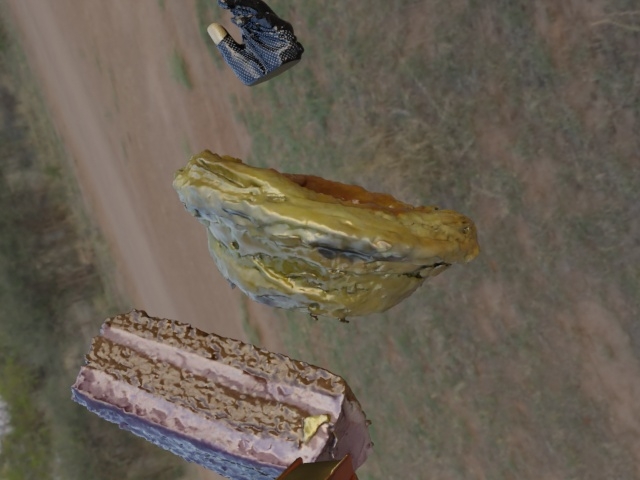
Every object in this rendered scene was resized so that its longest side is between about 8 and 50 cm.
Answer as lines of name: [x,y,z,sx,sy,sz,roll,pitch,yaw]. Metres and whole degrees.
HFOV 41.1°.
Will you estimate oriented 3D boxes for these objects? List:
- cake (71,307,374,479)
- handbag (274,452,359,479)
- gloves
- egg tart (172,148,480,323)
cake: [-0.091,0.150,0.805,0.295,0.116,0.113,21,145,9]
handbag: [-0.015,0.234,0.577,0.190,0.063,0.127,-19,-82,-69]
gloves: [-0.117,-0.357,1.409,0.180,0.106,0.129,65,157,-4]
egg tart: [0.000,0.000,0.952,0.352,0.352,0.150,31,109,64]
